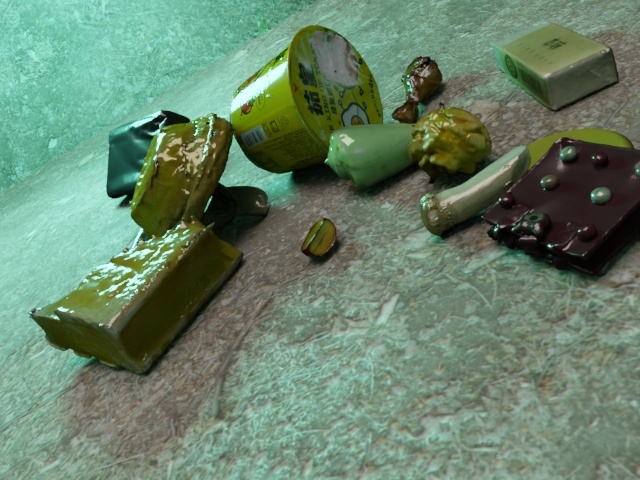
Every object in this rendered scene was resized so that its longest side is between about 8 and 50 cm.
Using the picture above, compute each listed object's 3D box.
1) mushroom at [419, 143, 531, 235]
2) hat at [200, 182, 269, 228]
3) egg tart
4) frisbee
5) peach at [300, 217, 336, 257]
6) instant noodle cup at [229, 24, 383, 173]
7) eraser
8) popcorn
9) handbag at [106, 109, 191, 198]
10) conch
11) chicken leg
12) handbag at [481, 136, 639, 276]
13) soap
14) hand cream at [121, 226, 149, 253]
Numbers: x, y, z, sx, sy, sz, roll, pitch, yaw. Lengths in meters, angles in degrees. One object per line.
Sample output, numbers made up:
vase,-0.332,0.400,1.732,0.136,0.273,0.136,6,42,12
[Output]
mushroom,0.263,-0.086,1.078,0.209,0.071,0.084,-32,16,10
hat,-0.207,-0.064,1.512,0.175,0.085,0.147,5,41,11
egg tart,-0.337,-0.137,1.494,0.388,0.169,0.387,-53,25,37
frisbee,0.406,-0.126,1.083,0.236,0.017,0.236,-23,29,13
peach,0.000,0.000,1.214,0.077,0.050,0.083,-45,12,21
instant noodle cup,-0.045,-0.309,1.522,0.254,0.325,0.325,-17,29,41
eraser,0.491,-0.390,1.374,0.144,0.078,0.343,-24,28,7
popcorn,0.244,-0.184,1.208,0.149,0.152,0.167,3,-1,-10
handbag,-0.537,-0.250,2.031,0.302,0.275,0.178,-5,-8,41
conch,0.132,-0.196,1.348,0.251,0.143,0.137,-22,68,-13
chicken leg,0.237,-0.366,1.580,0.107,0.087,0.251,-31,26,46
handbag,0.367,-0.056,0.924,0.216,0.074,0.203,-40,32,-12
soap,-0.374,0.086,1.302,0.304,0.169,0.338,7,44,34
hand cream,-0.462,0.002,1.651,0.088,0.055,0.256,-15,38,34
